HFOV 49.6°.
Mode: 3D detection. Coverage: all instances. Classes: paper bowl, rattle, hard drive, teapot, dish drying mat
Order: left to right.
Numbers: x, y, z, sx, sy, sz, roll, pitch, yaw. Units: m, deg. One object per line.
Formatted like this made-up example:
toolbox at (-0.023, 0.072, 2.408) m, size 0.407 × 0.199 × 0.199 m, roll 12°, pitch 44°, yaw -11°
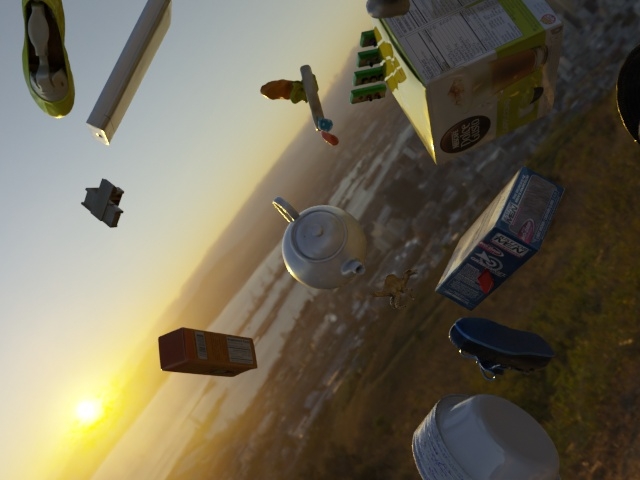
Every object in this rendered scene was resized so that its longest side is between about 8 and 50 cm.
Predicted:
hard drive at (-0.453, -0.408, 1.657) m, size 0.353 × 0.047 × 0.233 m, roll -66°, pitch 12°, yaw -6°
rattle at (-0.050, -0.297, 1.597) m, size 0.130 × 0.143 × 0.199 m, roll 117°, pitch 143°, yaw -69°
teapot at (0.000, 0.000, 1.876) m, size 0.187 × 0.256 × 0.252 m, roll 62°, pitch -154°, yaw -66°
dish drying mat at (0.348, 0.086, 1.451) m, size 0.032 × 0.008 × 0.083 m, roll -46°, pitch -34°, yaw -4°
paper bowl at (0.326, 0.402, 1.295) m, size 0.148 × 0.284 × 0.284 m, roll -60°, pitch 2°, yaw 24°

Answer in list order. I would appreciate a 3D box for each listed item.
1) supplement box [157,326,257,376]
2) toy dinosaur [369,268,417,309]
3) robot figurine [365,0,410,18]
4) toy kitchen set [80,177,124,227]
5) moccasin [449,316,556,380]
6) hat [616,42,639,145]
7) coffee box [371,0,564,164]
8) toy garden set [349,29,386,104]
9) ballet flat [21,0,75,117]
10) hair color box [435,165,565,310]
supplement box at (-0.239, 0.245, 1.497) m, size 0.078 × 0.233 × 0.080 m, roll -24°, pitch 63°, yaw 26°
toy dinosaur at (0.193, 0.137, 1.840) m, size 0.183 × 0.092 × 0.053 m, roll -27°, pitch 3°, yaw -36°
robot figurine at (0.169, -0.527, 1.199) m, size 0.353 × 0.200 × 0.300 m, roll -27°, pitch -28°, yaw -50°
toy kitchen set at (-0.353, -0.074, 1.199) m, size 0.075 × 0.083 × 0.068 m, roll -9°, pitch -51°, yaw -57°
moccasin at (0.437, 0.281, 1.679) m, size 0.117 × 0.342 × 0.137 m, roll -56°, pitch 33°, yaw 24°
hat at (0.624, -0.193, 1.116) m, size 0.134 × 0.331 × 0.331 m, roll -48°, pitch 3°, yaw -29°
coffee box at (0.345, -0.455, 1.696) m, size 0.334 × 0.338 × 0.337 m, roll -25°, pitch -29°, yaw 1°
toy garden set at (0.196, -0.483, 1.929) m, size 0.204 × 0.049 × 0.244 m, roll -16°, pitch -33°, yaw -17°
ballet flat at (-0.438, -0.291, 1.100) m, size 0.077 × 0.077 × 0.231 m, roll -111°, pitch 23°, yaw -52°
hair color box at (0.384, 0.008, 1.520) m, size 0.174 × 0.105 × 0.347 m, roll -59°, pitch -4°, yaw -28°
